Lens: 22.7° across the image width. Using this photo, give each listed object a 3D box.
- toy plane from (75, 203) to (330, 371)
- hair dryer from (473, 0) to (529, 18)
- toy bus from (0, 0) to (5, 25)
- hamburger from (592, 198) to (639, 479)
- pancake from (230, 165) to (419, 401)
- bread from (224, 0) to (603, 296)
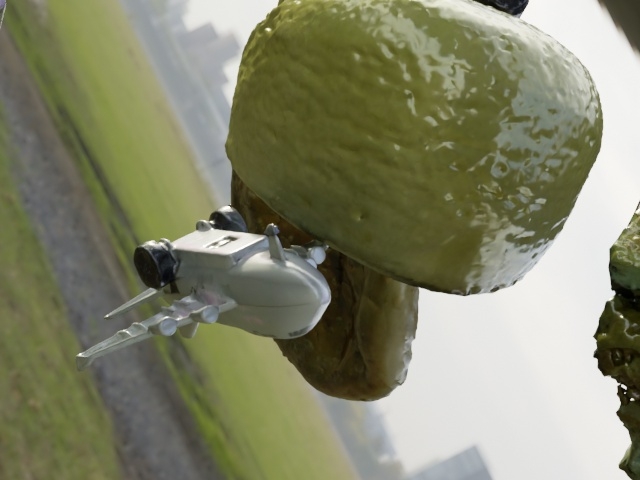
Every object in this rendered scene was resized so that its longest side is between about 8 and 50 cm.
[{"bbox_3d":[-0.075,0.032,1.280,0.255,0.251,0.101,-6,-73,57],"label":"toy plane"},{"bbox_3d":[0.164,-0.360,2.077,0.248,0.070,0.114,46,-26,9],"label":"hair dryer"},{"bbox_3d":[-0.225,-0.138,0.957,0.072,0.057,0.172,66,-17,3],"label":"toy bus"},{"bbox_3d":[0.284,0.032,0.950,0.192,0.288,0.167,17,-36,27],"label":"hamburger"},{"bbox_3d":[0.000,0.000,1.756,0.387,0.082,0.387,34,-48,48],"label":"pancake"},{"bbox_3d":[0.085,-0.105,1.383,0.320,0.237,0.320,25,14,-6],"label":"bread"}]
